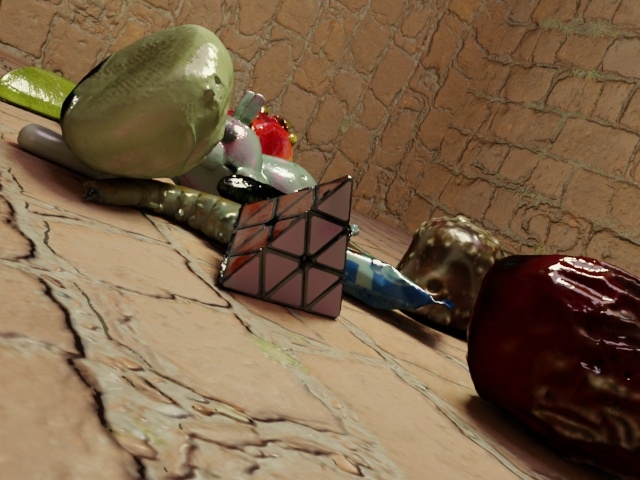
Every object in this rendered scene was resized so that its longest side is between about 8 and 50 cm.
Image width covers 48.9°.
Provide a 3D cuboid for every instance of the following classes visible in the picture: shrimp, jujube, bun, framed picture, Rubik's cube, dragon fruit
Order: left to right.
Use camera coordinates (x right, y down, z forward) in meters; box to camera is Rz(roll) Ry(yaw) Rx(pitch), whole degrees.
[{"bbox_3d":[-0.243,-0.189,1.064,0.283,0.283,0.179,33,-21,49],"label":"bun"},{"bbox_3d":[-0.213,-0.055,1.061,0.287,0.068,0.185,21,6,-25],"label":"shrimp"},{"bbox_3d":[-0.217,-0.218,1.644,0.307,0.243,0.228,28,44,-17],"label":"dragon fruit"},{"bbox_3d":[-0.040,0.053,0.919,0.211,0.190,0.178,-11,-60,47],"label":"Rubik's cube"},{"bbox_3d":[0.015,-0.014,1.878,0.273,0.016,0.216,22,7,-29],"label":"framed picture"},{"bbox_3d":[0.349,0.163,0.843,0.376,0.258,0.258,36,10,23],"label":"jujube"}]

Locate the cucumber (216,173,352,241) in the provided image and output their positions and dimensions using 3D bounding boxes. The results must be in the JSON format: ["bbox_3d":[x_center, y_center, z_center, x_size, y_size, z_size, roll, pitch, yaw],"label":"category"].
[{"bbox_3d":[-0.070,-0.050,1.243,0.081,0.072,0.303,-1,-17,45],"label":"cucumber"}]

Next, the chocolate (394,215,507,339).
[{"bbox_3d":[0.267,0.057,1.427,0.225,0.210,0.340,25,6,9],"label":"chocolate"}]

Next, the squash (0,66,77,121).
[{"bbox_3d":[-0.643,-0.344,1.588,0.169,0.093,0.252,34,9,40],"label":"squash"}]

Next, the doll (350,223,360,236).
[{"bbox_3d":[0.001,0.004,1.463,0.120,0.075,0.180,-4,15,27],"label":"doll"}]

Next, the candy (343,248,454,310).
[{"bbox_3d":[0.070,0.060,1.201,0.331,0.077,0.187,22,3,10],"label":"candy"}]

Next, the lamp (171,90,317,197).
[{"bbox_3d":[-0.144,-0.146,1.343,0.301,0.247,0.247,31,6,-27],"label":"lamp"}]

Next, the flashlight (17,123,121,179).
[{"bbox_3d":[-0.376,-0.130,1.112,0.200,0.048,0.093,25,11,-12],"label":"flashlight"}]
